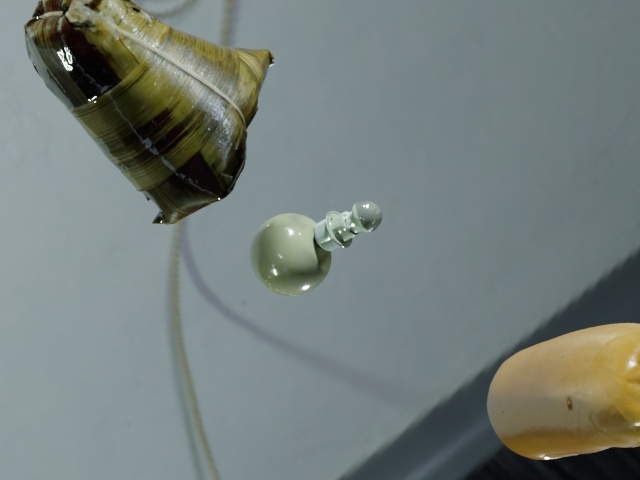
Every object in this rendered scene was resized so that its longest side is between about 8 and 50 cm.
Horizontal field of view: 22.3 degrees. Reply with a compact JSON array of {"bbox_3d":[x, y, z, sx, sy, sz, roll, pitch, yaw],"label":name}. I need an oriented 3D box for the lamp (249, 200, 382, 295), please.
[{"bbox_3d":[0.000,0.000,1.758,0.163,0.091,0.091,-25,133,31],"label":"lamp"}]

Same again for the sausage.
[{"bbox_3d":[0.274,0.149,1.628,0.116,0.354,0.134,40,70,-6],"label":"sausage"}]

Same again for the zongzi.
[{"bbox_3d":[-0.169,-0.207,1.783,0.286,0.134,0.288,52,42,-25],"label":"zongzi"}]
